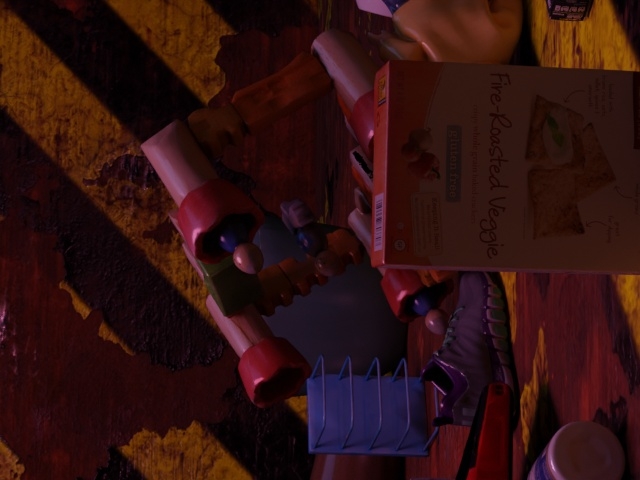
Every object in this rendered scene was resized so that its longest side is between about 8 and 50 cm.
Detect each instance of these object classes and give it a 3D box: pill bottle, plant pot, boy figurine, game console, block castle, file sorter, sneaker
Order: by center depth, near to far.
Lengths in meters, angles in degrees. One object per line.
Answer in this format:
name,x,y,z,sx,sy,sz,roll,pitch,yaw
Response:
pill bottle,0.217,0.207,1.374,0.120,0.067,0.067,103,167,-62
game console,0.131,0.382,1.570,0.342,0.060,0.387,-70,-7,-57
boy figurine,0.148,-0.229,1.733,0.285,0.177,0.092,60,173,16
sneaker,0.158,0.115,1.780,0.224,0.098,0.083,-95,9,-46
block castle,0.000,0.000,1.825,0.213,0.303,0.453,55,169,29
file sorter,0.073,0.226,2.206,0.104,0.170,0.118,108,163,-60
plant pot,0.055,0.366,2.444,0.167,0.167,0.165,135,145,-81
plant pot,0.009,0.109,2.505,0.293,0.235,0.293,-178,90,-83

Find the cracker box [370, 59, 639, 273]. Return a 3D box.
cracker box,0.158,-0.053,1.216,0.067,0.232,0.156,160,111,-82

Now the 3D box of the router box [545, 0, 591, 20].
router box,0.232,-0.280,1.483,0.092,0.038,0.122,98,171,-48

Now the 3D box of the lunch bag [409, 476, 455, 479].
lunch bag,0.143,0.325,1.997,0.083,0.071,0.053,118,157,-80

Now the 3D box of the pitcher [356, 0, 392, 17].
pitcher,0.126,-0.406,2.172,0.178,0.125,0.207,-143,65,-64
